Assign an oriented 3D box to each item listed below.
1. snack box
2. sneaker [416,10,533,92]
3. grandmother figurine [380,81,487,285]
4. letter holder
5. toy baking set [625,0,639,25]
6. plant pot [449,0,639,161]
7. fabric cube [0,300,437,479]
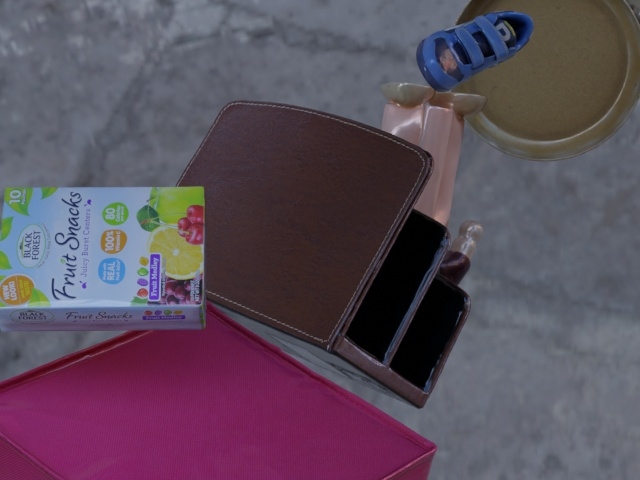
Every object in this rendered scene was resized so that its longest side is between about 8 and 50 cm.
[{"bbox_3d":[-0.150,0.012,1.112,0.141,0.037,0.100,0,57,-2],"label":"snack box"},{"bbox_3d":[0.139,-0.176,1.440,0.144,0.059,0.053,-31,96,-47],"label":"sneaker"},{"bbox_3d":[0.094,0.001,1.772,0.208,0.104,0.342,6,90,-18],"label":"grandmother figurine"},{"bbox_3d":[0.000,0.000,1.552,0.302,0.152,0.214,19,78,45],"label":"letter holder"},{"bbox_3d":[0.369,-0.288,1.905,0.030,0.256,0.196,-34,77,-7],"label":"toy baking set"},{"bbox_3d":[0.269,-0.213,1.914,0.236,0.236,0.032,-1,15,6],"label":"plant pot"},{"bbox_3d":[-0.106,0.238,1.185,0.259,0.258,0.254,30,34,33],"label":"fabric cube"}]
